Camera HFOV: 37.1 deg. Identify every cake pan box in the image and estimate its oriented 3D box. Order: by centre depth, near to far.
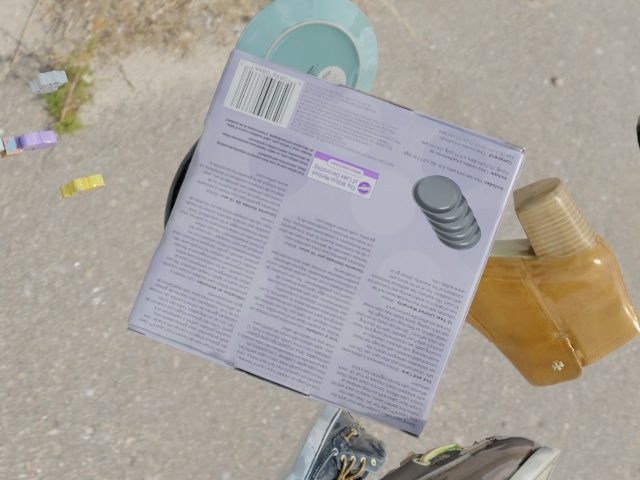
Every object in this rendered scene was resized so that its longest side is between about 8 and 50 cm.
[{"bbox_3d":[0.000,0.000,0.779,0.267,0.070,0.246,19,86,4],"label":"cake pan box"}]

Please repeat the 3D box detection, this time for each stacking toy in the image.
[{"bbox_3d":[-0.405,-0.123,1.243,0.221,0.052,0.167,-18,91,-40],"label":"stacking toy"}]

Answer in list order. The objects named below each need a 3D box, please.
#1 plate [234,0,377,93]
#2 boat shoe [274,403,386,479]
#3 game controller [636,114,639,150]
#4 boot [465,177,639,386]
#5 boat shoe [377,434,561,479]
[{"bbox_3d":[-0.014,-0.199,1.123,0.188,0.024,0.188,-11,121,-19],"label":"plate"},{"bbox_3d":[0.016,0.216,0.926,0.083,0.065,0.183,35,19,4],"label":"boat shoe"},{"bbox_3d":[0.233,-0.138,0.396,0.067,0.166,0.319,-54,150,-46],"label":"game controller"},{"bbox_3d":[0.175,0.075,1.025,0.211,0.295,0.104,60,25,-17],"label":"boot"},{"bbox_3d":[0.079,0.189,0.644,0.324,0.096,0.117,-12,126,-62],"label":"boat shoe"}]
